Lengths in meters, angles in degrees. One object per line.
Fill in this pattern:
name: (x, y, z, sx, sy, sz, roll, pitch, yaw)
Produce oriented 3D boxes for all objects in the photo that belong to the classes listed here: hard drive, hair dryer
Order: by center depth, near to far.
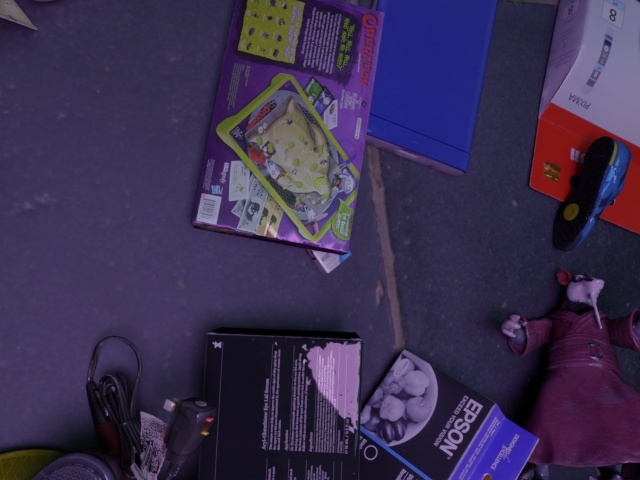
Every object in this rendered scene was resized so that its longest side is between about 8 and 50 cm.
hair dryer: (-0.191, 0.270, 0.552, 0.080, 0.223, 0.294, 7, 95, -46)
hard drive: (0.167, -0.286, 0.795, 0.210, 0.040, 0.319, 16, 80, -20)

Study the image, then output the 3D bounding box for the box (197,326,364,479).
box: (-0.046, 0.242, 0.606, 0.184, 0.103, 0.262, 3, 84, -2)

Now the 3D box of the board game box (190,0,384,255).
board game box: (-0.038, -0.168, 0.681, 0.207, 0.056, 0.348, 11, 81, -6)

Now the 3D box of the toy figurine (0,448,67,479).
toy figurine: (-0.410, 0.301, 0.423, 0.362, 0.217, 0.192, 6, 84, -21)

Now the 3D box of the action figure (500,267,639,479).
action figure: (0.421, 0.206, 0.778, 0.276, 0.247, 0.371, 62, 37, -41)

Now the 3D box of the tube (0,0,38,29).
tube: (-0.427, -0.325, 0.544, 0.240, 0.062, 0.070, 43, 50, -11)

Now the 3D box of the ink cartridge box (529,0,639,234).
ink cartridge box: (0.552, -0.236, 0.920, 0.307, 0.091, 0.386, 18, 78, -19)

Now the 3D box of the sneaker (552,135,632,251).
sneaker: (0.479, -0.071, 0.870, 0.082, 0.069, 0.210, 21, 94, -23)

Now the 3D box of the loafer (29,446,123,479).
loafer: (-0.270, 0.338, 0.495, 0.108, 0.095, 0.303, 22, 90, 5)

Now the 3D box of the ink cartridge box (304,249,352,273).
ink cartridge box: (0.000, 0.000, 0.711, 0.048, 0.028, 0.083, -37, 100, -20)

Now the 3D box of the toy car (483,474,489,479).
toy car: (0.161, 0.373, 0.687, 0.182, 0.136, 0.159, -45, 102, -19)

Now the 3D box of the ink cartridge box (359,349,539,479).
ink cartridge box: (0.140, 0.280, 0.660, 0.206, 0.208, 0.045, -51, 142, -18)
